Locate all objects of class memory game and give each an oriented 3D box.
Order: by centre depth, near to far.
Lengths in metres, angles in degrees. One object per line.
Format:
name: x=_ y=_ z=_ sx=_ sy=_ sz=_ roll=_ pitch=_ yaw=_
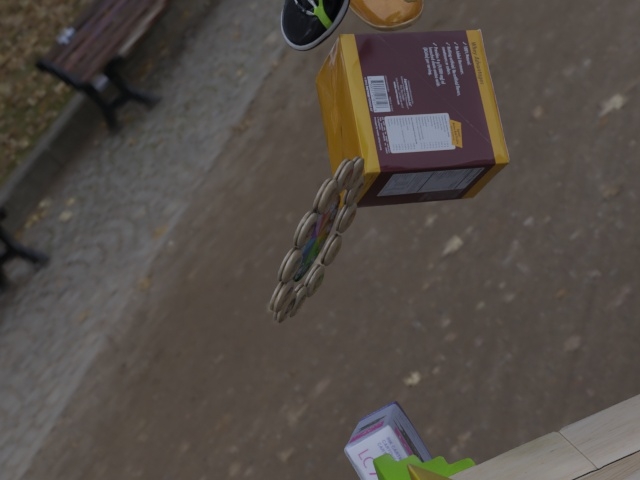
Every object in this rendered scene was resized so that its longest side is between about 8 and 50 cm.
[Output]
memory game: x=0.000 y=0.000 z=1.187 sx=0.186 sy=0.012 sz=0.186 roll=-58 pitch=-14 yaw=-23

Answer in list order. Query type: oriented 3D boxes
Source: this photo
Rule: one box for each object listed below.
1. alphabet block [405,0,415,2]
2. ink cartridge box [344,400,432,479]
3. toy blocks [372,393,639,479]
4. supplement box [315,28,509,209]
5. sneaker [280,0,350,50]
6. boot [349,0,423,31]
alphabet block: x=0.065 y=-0.361 z=1.015 sx=0.193 sy=0.197 sz=0.192 roll=-41 pitch=29 yaw=25
ink cartridge box: x=0.104 y=0.277 z=1.316 sx=0.065 sy=0.186 sz=0.311 roll=-30 pitch=-5 yaw=1
toy blocks: x=0.212 y=0.171 z=0.539 sx=0.260 sy=0.191 sz=0.381 roll=-21 pitch=21 yaw=-9
supplement box: x=0.115 y=-0.157 z=1.537 sx=0.129 sy=0.194 sz=0.191 roll=128 pitch=135 yaw=-66
sneaker: x=0.000 y=-0.342 z=1.444 sx=0.097 sy=0.084 sz=0.235 roll=-9 pitch=-49 yaw=-58
boot: x=0.059 y=-0.442 z=1.620 sx=0.104 sy=0.211 sz=0.295 roll=-16 pitch=48 yaw=-2
